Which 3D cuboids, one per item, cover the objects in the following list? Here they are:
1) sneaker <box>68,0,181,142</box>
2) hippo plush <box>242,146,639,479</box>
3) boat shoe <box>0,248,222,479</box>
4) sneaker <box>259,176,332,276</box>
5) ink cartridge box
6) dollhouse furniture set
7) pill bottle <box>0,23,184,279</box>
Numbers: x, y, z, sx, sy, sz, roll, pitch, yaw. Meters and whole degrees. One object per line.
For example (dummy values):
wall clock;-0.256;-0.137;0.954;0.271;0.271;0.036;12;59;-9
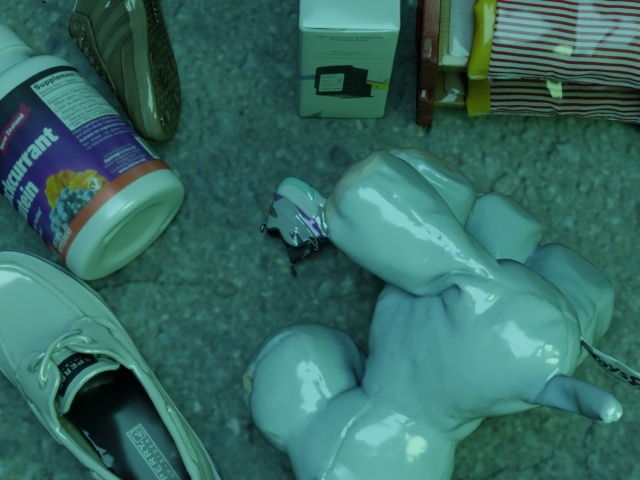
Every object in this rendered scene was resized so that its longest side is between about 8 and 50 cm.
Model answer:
sneaker;-0.162;-0.157;1.189;0.071;0.066;0.188;-18;68;14
hippo plush;0.082;0.101;1.056;0.294;0.234;0.236;46;111;28
boat shoe;-0.173;0.105;1.091;0.096;0.088;0.267;-36;76;-8
sneaker;0.000;0.000;1.146;0.098;0.038;0.069;24;78;18
ink cartridge box;0.019;-0.181;1.124;0.072;0.175;0.127;1;74;-1
dollhouse furniture set;0.175;-0.276;1.156;0.201;0.152;0.374;1;74;2
pill bottle;-0.204;-0.072;1.133;0.108;0.108;0.193;-42;77;-10
